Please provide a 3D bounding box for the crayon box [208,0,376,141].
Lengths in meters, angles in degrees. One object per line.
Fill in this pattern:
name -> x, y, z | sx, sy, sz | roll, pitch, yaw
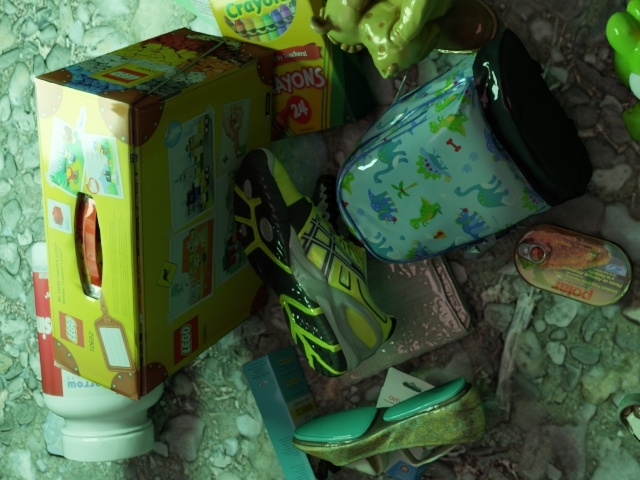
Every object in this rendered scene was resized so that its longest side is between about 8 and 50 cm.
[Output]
crayon box -> -0.056, -0.335, 1.786 | 0.202, 0.081, 0.319 | -9, 111, 39

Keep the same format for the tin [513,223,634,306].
tin -> 0.398, 0.038, 1.687 | 0.189, 0.040, 0.106 | 19, 99, 25

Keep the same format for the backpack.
backpack -> 0.192, -0.113, 1.671 | 0.355, 0.273, 0.290 | -15, 117, 41

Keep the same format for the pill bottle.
pill bottle -> -0.415, 0.196, 2.018 | 0.229, 0.229, 0.408 | -2, 94, 28

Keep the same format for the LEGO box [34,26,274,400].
LEGO box -> -0.258, -0.055, 1.760 | 0.193, 0.372, 0.500 | 17, 119, 26

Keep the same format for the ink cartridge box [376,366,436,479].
ink cartridge box -> 0.147, 0.310, 1.828 | 0.104, 0.061, 0.181 | 22, 105, 24

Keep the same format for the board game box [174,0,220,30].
board game box -> -0.149, -0.466, 1.862 | 0.317, 0.046, 0.214 | 34, 131, 14

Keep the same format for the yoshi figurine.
yoshi figurine -> 0.545, -0.194, 1.543 | 0.362, 0.203, 0.203 | 53, 156, -2

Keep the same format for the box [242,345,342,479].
box -> -0.050, 0.317, 1.910 | 0.060, 0.100, 0.244 | -25, 83, 26

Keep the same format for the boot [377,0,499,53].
boot -> 0.140, -0.382, 1.739 | 0.305, 0.115, 0.112 | 26, 104, 22

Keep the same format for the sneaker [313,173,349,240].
sneaker -> 0.000, 0.000, 1.843 | 0.106, 0.078, 0.234 | -19, 67, 30

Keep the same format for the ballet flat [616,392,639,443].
ballet flat -> 0.533, 0.324, 1.624 | 0.213, 0.068, 0.072 | 46, 113, 16

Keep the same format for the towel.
towel -> 0.113, 0.125, 1.836 | 0.282, 0.049, 0.187 | -29, 81, 27

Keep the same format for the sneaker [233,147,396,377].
sneaker -> -0.016, 0.025, 1.722 | 0.145, 0.147, 0.385 | -32, 82, 60

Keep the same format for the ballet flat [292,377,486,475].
ballet flat -> 0.113, 0.323, 1.754 | 0.348, 0.123, 0.123 | -21, 85, 27

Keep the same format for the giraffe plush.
giraffe plush -> 0.086, -0.341, 1.638 | 0.170, 0.181, 0.210 | 28, 97, 14
